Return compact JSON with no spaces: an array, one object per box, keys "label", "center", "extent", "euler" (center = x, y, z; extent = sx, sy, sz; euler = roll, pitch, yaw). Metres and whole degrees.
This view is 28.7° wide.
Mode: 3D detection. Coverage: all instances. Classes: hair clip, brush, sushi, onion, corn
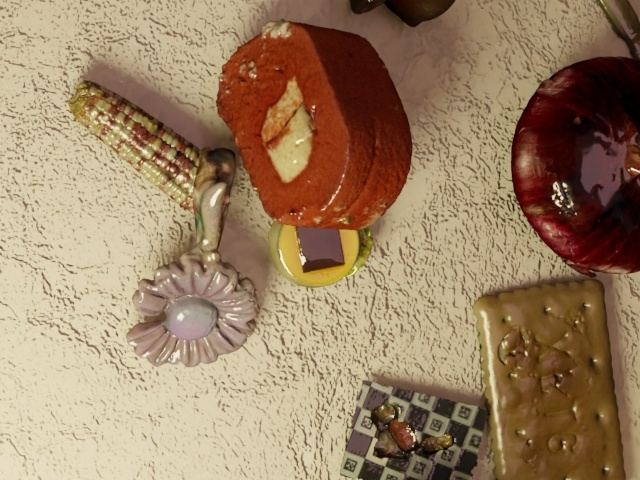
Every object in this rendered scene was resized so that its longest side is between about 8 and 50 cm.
[{"label":"hair clip","center":[-0.150,0.033,1.590],"extent":[0.173,0.069,0.301],"euler":[4,109,-19]},{"label":"brush","center":[0.478,-0.291,1.847],"extent":[0.043,0.036,0.248],"euler":[-39,102,-17]},{"label":"sushi","center":[0.131,0.280,1.753],"extent":[0.201,0.031,0.139],"euler":[15,87,-14]},{"label":"onion","center":[0.414,-0.102,1.727],"extent":[0.313,0.232,0.314],"euler":[0,91,-19]},{"label":"corn","center":[-0.221,-0.118,1.609],"extent":[0.237,0.079,0.079],"euler":[35,81,-14]}]

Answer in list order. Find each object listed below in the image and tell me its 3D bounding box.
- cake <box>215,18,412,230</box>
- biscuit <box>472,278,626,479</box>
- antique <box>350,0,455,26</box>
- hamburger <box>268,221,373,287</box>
[{"label":"cake","center":[-0.004,-0.151,1.577],"extent":[0.150,0.177,0.283],"euler":[2,55,-43]},{"label":"biscuit","center":[0.336,0.224,1.811],"extent":[0.217,0.044,0.325],"euler":[-7,94,-16]},{"label":"antique","center":[0.135,-0.421,1.691],"extent":[0.143,0.121,0.257],"euler":[9,90,-20]},{"label":"hamburger","center":[0.000,0.000,1.679],"extent":[0.141,0.081,0.127],"euler":[-27,97,-3]}]
